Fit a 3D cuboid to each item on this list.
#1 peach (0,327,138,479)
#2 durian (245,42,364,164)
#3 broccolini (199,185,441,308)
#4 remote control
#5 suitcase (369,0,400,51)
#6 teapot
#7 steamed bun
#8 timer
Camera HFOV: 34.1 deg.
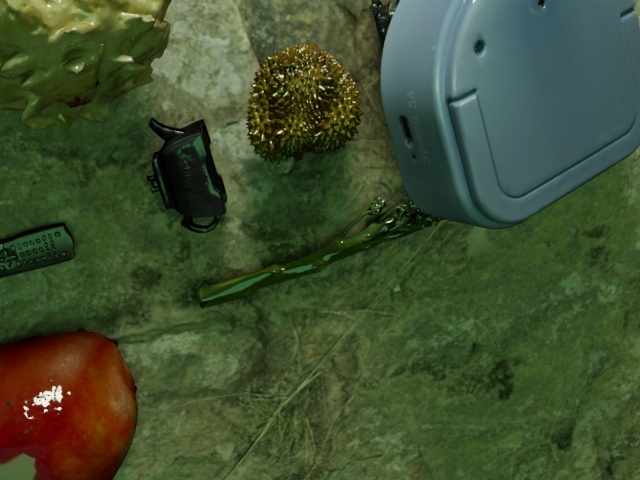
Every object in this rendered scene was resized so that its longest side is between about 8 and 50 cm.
[{"bbox_3d":[-0.414,0.272,1.491,0.338,0.281,0.281,-49,113,-28],"label":"peach"},{"bbox_3d":[-0.021,-0.183,1.411,0.158,0.137,0.168,3,96,-30],"label":"durian"},{"bbox_3d":[0.000,0.000,1.516,0.392,0.074,0.079,-19,152,-1],"label":"broccolini"},{"bbox_3d":[-0.452,0.025,1.467,0.212,0.028,0.059,-14,107,-4],"label":"remote control"},{"bbox_3d":[0.111,-0.271,1.420,0.059,0.086,0.126,-12,111,12],"label":"suitcase"},{"bbox_3d":[-0.190,-0.090,1.438,0.096,0.087,0.177,-15,111,2],"label":"teapot"},{"bbox_3d":[-0.296,-0.228,1.260,0.295,0.292,0.137,-22,74,2],"label":"steamed bun"},{"bbox_3d":[0.246,-0.233,1.369,0.395,0.173,0.395,-7,102,-33],"label":"timer"}]
